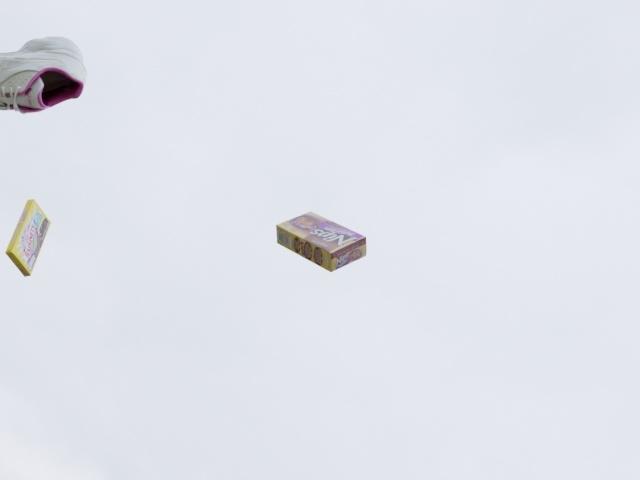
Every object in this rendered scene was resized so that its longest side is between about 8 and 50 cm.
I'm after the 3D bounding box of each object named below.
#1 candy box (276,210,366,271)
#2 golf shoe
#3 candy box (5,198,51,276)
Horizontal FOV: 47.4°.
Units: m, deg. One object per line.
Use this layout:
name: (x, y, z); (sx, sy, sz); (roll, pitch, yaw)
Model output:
candy box: (0.000, 0.000, 1.620); (0.186, 0.109, 0.053); (26, -52, 43)
golf shoe: (-0.584, -0.288, 1.354); (0.140, 0.306, 0.115); (55, -20, 37)
candy box: (-0.823, -0.009, 2.061); (0.027, 0.206, 0.105); (-9, -43, 12)
